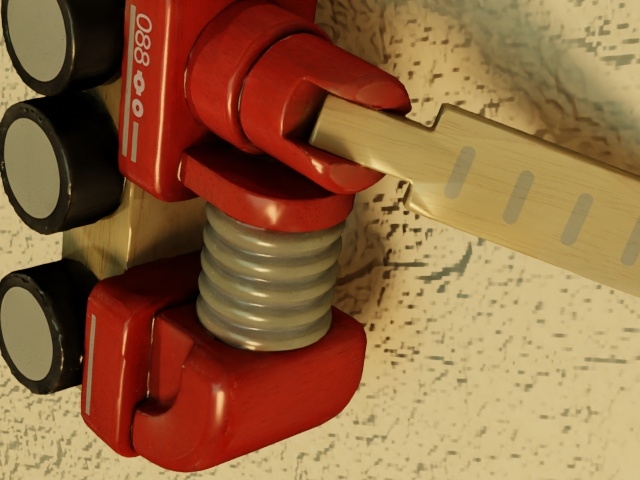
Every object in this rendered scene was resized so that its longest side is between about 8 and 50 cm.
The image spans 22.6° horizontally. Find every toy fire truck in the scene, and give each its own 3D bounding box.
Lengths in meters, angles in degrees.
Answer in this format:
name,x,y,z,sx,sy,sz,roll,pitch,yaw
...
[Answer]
name,x,y,z,sx,sy,sz,roll,pitch,yaw
toy fire truck,0.000,0.000,0.649,0.246,0.158,0.217,32,125,40
